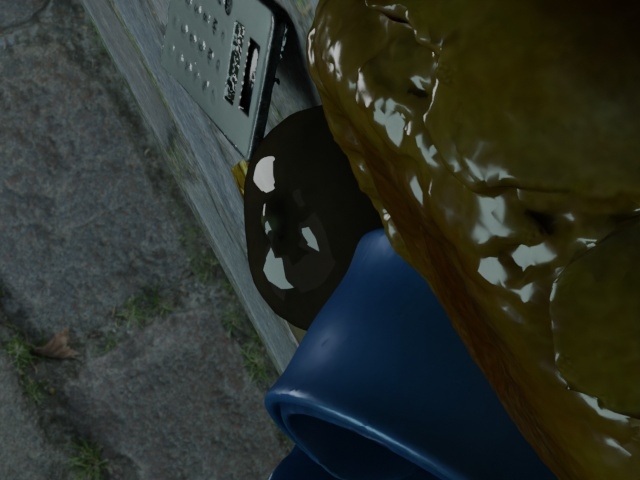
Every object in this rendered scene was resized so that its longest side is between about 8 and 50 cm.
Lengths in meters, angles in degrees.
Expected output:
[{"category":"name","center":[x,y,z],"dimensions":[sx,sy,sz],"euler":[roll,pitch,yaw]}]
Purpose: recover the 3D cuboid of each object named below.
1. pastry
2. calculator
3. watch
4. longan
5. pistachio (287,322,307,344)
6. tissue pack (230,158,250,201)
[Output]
[{"category":"pastry","center":[0.125,-0.005,0.712],"dimensions":[0.356,0.164,0.356],"euler":[53,173,9]},{"category":"calculator","center":[-0.101,-0.199,1.578],"dimensions":[0.261,0.021,0.161],"euler":[48,133,52]},{"category":"watch","center":[0.121,0.138,0.981],"dimensions":[0.305,0.241,0.274],"euler":[28,163,10]},{"category":"longan","center":[0.021,-0.016,1.243],"dimensions":[0.189,0.189,0.189],"euler":[59,170,17]},{"category":"pistachio","center":[0.026,0.042,1.454],"dimensions":[0.238,0.138,0.153],"euler":[63,159,-7]},{"category":"tissue pack","center":[0.000,0.000,1.617],"dimensions":[0.226,0.092,0.183],"euler":[66,169,-1]}]
